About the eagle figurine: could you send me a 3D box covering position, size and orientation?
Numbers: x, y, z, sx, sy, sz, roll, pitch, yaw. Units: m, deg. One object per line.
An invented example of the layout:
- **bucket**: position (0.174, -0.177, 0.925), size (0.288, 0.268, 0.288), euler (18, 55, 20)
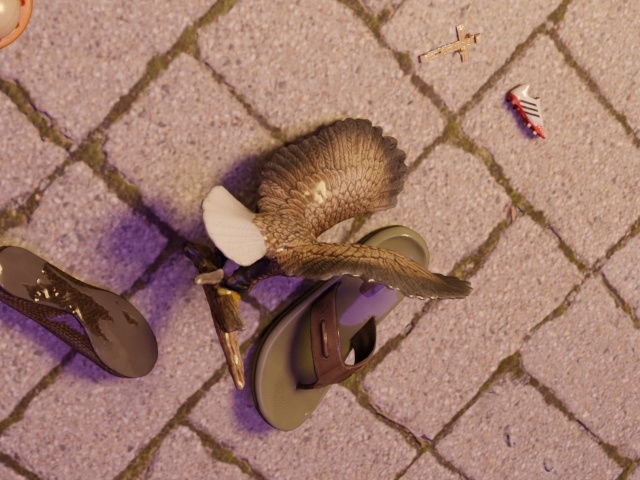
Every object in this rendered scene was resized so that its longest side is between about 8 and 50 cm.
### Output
- **eagle figurine**: position (-0.001, -0.001, 1.398), size (0.298, 0.225, 0.226), euler (-21, 108, -3)

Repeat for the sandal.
- **sandal**: position (0.025, 0.109, 1.506), size (0.120, 0.086, 0.303), euler (37, 94, -31)

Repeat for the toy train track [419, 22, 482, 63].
- **toy train track**: position (0.158, -0.230, 1.463), size (0.083, 0.014, 0.048), euler (-22, 118, -14)

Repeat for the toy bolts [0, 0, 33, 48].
- **toy bolts**: position (-0.388, -0.171, 1.162), size (0.218, 0.158, 0.228), euler (-1, 112, -24)

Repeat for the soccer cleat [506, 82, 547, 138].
- **soccer cleat**: position (0.267, -0.162, 1.532), size (0.035, 0.029, 0.083), euler (-41, 117, 2)

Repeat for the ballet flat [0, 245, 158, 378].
- **ballet flat**: position (-0.285, 0.082, 1.382), size (0.250, 0.058, 0.084), euler (37, 58, -37)
